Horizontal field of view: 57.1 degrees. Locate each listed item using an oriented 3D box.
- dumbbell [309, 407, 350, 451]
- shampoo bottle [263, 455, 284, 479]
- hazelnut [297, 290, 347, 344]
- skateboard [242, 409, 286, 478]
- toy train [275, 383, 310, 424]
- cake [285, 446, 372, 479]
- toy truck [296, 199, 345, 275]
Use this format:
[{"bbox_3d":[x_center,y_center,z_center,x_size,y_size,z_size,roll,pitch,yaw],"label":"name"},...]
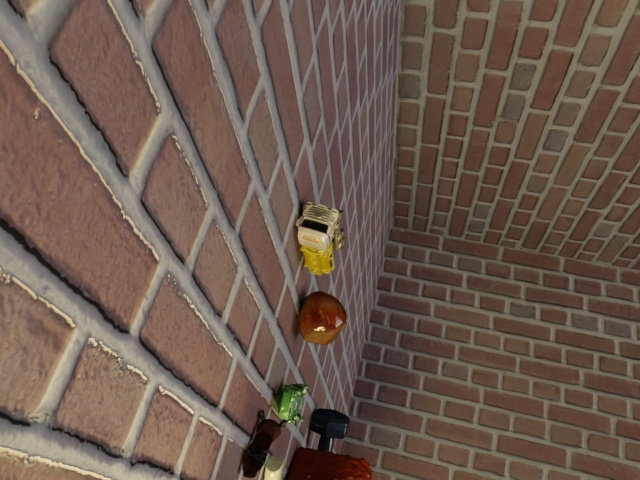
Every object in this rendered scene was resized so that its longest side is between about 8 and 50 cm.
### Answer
[{"bbox_3d":[0.014,0.790,2.176,0.144,0.156,0.316,10,90,-49],"label":"dumbbell"},{"bbox_3d":[-0.126,0.651,1.559,0.077,0.045,0.152,-49,146,-69],"label":"shampoo bottle"},{"bbox_3d":[-0.001,0.211,1.599,0.154,0.143,0.143,96,9,-64],"label":"hazelnut"},{"bbox_3d":[-0.136,0.466,1.327,0.151,0.067,0.080,-60,169,-45],"label":"skateboard"},{"bbox_3d":[-0.079,0.415,1.517,0.149,0.081,0.099,32,69,-72],"label":"toy train"},{"bbox_3d":[0.011,0.889,1.901,0.270,0.269,0.319,-58,155,-63],"label":"cake"},{"bbox_3d":[0.000,0.000,1.456,0.227,0.098,0.114,81,28,-64],"label":"toy truck"}]
